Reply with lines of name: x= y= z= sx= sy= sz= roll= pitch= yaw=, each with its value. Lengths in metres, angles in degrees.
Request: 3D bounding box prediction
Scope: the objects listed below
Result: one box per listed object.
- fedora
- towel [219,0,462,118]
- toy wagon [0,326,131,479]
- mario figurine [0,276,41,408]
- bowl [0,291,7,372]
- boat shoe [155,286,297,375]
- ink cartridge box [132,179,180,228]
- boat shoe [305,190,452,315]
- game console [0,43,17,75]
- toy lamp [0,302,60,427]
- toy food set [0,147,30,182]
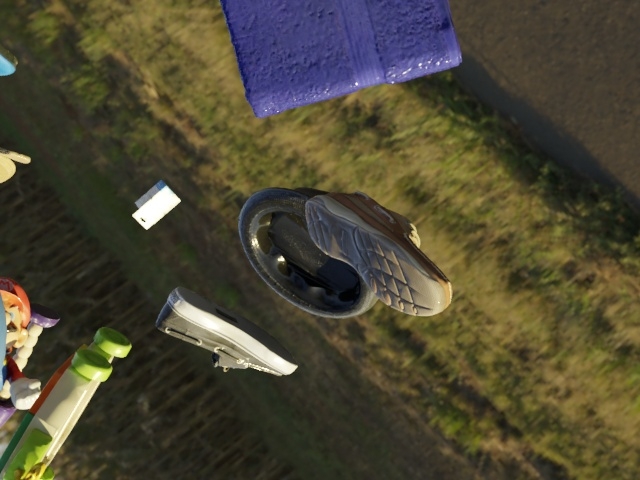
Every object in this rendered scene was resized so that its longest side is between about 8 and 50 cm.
fedora: x=0.000 y=0.000 z=1.975 sx=0.334 sy=0.152 sz=0.334 roll=19 pitch=133 yaw=21
towel: x=0.025 y=-0.314 z=1.346 sx=0.076 sy=0.308 sz=0.227 roll=-12 pitch=-93 yaw=-85
toy wagon: x=-0.384 y=0.268 z=1.363 sx=0.068 sy=0.267 sz=0.344 roll=31 pitch=-172 yaw=-3
mario figurine: x=-0.609 y=0.209 z=1.732 sx=0.170 sy=0.320 sz=0.198 roll=-6 pitch=150 yaw=25
bowl: x=-0.476 y=0.085 z=0.822 sx=0.391 sy=0.391 sz=0.077 roll=44 pitch=148 yaw=28
boat shoe: x=-0.139 y=0.151 z=1.403 sx=0.228 sy=0.076 sz=0.080 roll=32 pitch=-169 yaw=-30
ink cartridge box: x=-0.308 y=-0.066 z=1.777 sx=0.048 sy=0.083 sz=0.028 roll=51 pitch=177 yaw=-42
boat shoe: x=0.106 y=0.003 z=1.539 sx=0.324 sy=0.116 sz=0.123 roll=41 pitch=143 yaw=40
game console: x=-0.574 y=-0.364 z=1.306 sx=0.250 sy=0.173 sz=0.293 roll=1 pitch=158 yaw=24
toy lamp: x=-0.622 y=0.263 z=1.960 sx=0.080 sy=0.274 sz=0.080 roll=29 pitch=-173 yaw=-4
toy food set: x=-0.583 y=-0.136 z=1.621 sx=0.192 sy=0.038 sz=0.132 roll=-23 pitch=148 yaw=39
